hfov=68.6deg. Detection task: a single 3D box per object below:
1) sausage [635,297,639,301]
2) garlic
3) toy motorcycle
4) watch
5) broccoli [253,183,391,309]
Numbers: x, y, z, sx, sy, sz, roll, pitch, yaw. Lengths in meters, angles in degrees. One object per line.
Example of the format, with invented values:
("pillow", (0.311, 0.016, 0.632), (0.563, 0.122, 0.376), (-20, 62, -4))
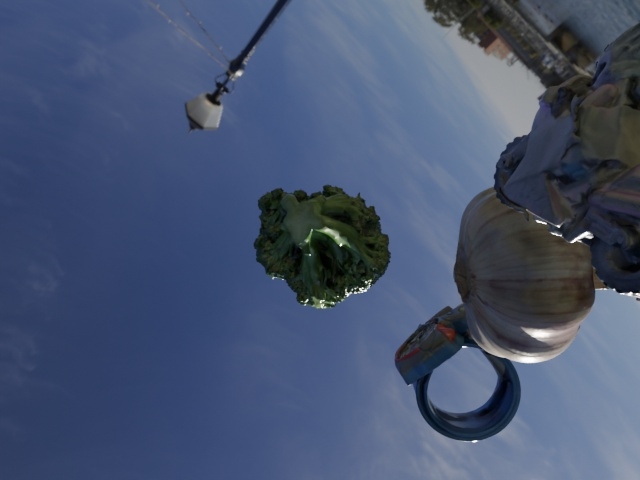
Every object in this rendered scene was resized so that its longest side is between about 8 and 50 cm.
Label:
("sausage", (0.458, -0.057, 0.709), (0.093, 0.093, 0.312), (-19, -84, -57))
("garlic", (0.314, 0.037, 0.634), (0.245, 0.253, 0.244), (-6, -90, -80))
("toy motorcycle", (0.245, -0.088, 0.395), (0.108, 0.204, 0.239), (8, -153, -31))
("watch", (0.356, 0.305, 1.134), (0.274, 0.305, 0.241), (51, -173, 3))
("broccoli", (0.000, 0.000, 0.948), (0.295, 0.265, 0.245), (16, 167, 31))
